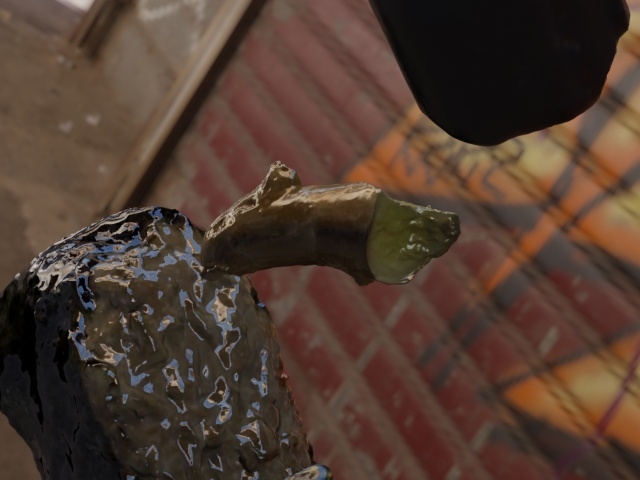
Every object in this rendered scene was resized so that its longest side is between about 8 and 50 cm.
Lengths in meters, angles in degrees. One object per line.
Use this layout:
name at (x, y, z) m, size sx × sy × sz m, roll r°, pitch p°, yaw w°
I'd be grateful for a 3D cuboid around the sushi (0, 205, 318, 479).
sushi at (-0.111, 0.150, 1.256) m, size 0.211 × 0.171 × 0.350 m, roll -21°, pitch 92°, yaw -36°

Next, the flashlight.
flashlight at (0.010, -0.206, 0.588) m, size 0.103 × 0.103 × 0.424 m, roll 50°, pitch -7°, yaw 48°

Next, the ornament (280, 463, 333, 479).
ornament at (-0.020, 0.266, 0.962) m, size 0.236 × 0.202 × 0.080 m, roll 51°, pitch -13°, yaw 30°

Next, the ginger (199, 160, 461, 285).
ginger at (0.001, -0.006, 0.848) m, size 0.137 × 0.057 × 0.044 m, roll 1°, pitch 30°, yaw 26°
